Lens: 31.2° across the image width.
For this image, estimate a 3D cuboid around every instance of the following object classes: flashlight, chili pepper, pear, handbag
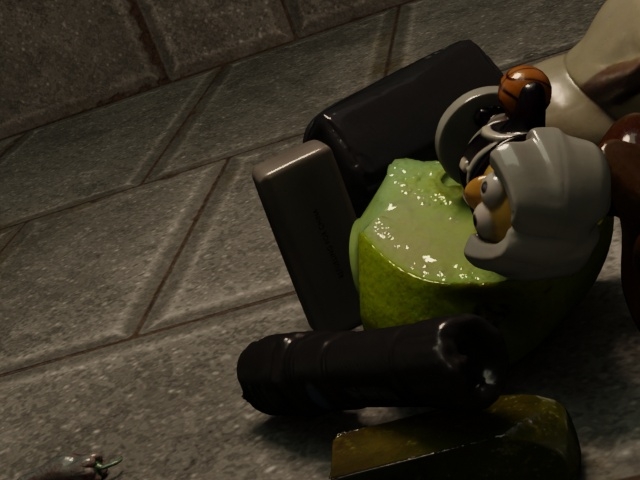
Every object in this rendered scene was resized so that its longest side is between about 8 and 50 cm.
[{"bbox_3d":[0.040,0.132,1.148,0.103,0.103,0.424,-32,9,-27],"label":"flashlight"},{"bbox_3d":[-0.305,0.272,1.351,0.153,0.041,0.050,-13,-20,23],"label":"chili pepper"},{"bbox_3d":[0.170,0.049,1.256,0.287,0.176,0.282,4,34,14],"label":"pear"},{"bbox_3d":[0.102,-0.149,1.696,0.302,0.178,0.275,-32,-8,-24],"label":"handbag"}]

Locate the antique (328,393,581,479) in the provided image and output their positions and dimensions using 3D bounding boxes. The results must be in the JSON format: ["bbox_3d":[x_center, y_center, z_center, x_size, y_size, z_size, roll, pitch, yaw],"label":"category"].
[{"bbox_3d":[0.125,0.201,1.047,0.221,0.080,0.081,-18,19,10],"label":"antique"}]

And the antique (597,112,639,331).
[{"bbox_3d":[0.343,-0.010,1.148,0.121,0.256,0.143,-17,-18,-9],"label":"antique"}]

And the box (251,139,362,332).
[{"bbox_3d":[0.000,0.000,1.441,0.103,0.243,0.055,-26,24,-13],"label":"box"}]

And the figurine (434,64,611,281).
[{"bbox_3d":[0.199,-0.066,1.127,0.133,0.176,0.236,4,30,-10],"label":"figurine"}]

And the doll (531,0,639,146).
[{"bbox_3d":[0.410,-0.210,1.533,0.370,0.226,0.215,-49,-18,31],"label":"doll"}]
